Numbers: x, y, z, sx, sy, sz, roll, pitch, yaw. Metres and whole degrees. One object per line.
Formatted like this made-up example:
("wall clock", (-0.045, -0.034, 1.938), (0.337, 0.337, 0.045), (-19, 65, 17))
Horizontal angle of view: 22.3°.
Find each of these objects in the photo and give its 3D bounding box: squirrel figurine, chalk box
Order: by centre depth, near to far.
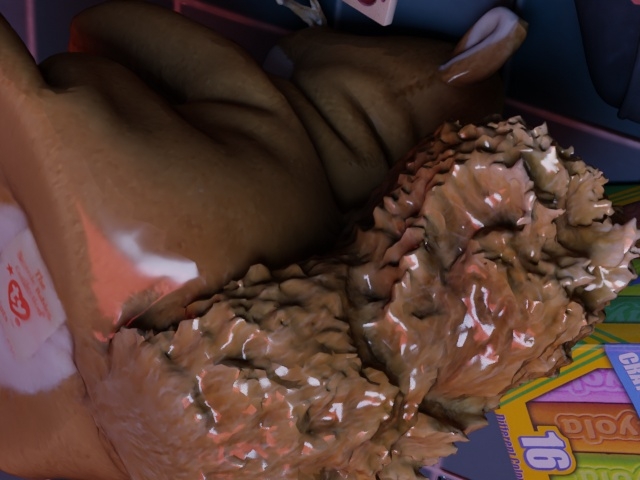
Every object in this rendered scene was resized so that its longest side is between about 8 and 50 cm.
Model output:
("squirrel figurine", (0.000, 0.000, 0.951), (0.397, 0.370, 0.281), (33, 129, 38))
("chalk box", (0.273, 0.079, 1.020), (0.289, 0.180, 0.179), (-3, 124, 30))

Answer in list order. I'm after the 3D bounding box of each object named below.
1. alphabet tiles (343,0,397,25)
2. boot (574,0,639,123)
("alphabet tiles", (-0.001, -0.269, 0.911), (0.198, 0.009, 0.237), (38, 127, 33))
("boot", (0.121, -0.202, 0.937), (0.207, 0.094, 0.246), (15, 124, 15))
